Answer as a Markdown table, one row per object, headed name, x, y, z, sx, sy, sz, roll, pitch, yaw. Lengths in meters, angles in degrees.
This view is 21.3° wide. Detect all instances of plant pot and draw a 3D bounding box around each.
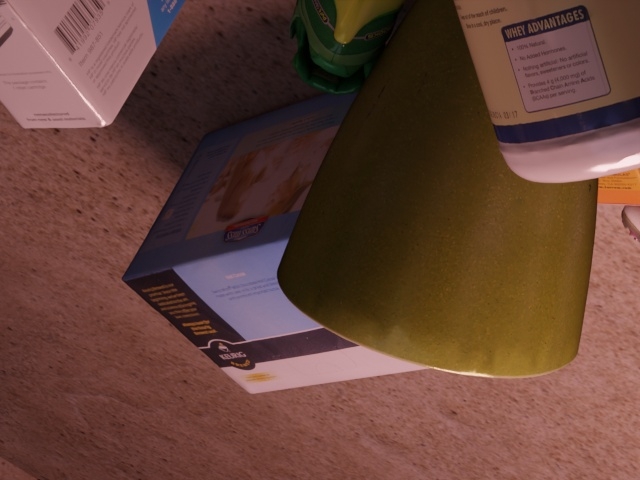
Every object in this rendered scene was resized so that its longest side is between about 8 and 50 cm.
| name | x | y | z | sx | sy | sz | roll | pitch | yaw |
| --- | --- | --- | --- | --- | --- | --- | --- | --- | --- |
| plant pot | 0.127 | -0.074 | 1.450 | 0.274 | 0.275 | 0.294 | 19 | 110 | 14 |

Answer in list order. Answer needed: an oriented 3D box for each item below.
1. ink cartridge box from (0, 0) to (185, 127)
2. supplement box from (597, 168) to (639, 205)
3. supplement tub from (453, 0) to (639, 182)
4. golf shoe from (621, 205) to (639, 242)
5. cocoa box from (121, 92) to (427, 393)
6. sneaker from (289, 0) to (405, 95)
| name | x | y | z | sx | sy | sz | roll | pitch | yaw |
| --- | --- | --- | --- | --- | --- | --- | --- | --- | --- |
| ink cartridge box | -0.277 | -0.289 | 1.618 | 0.129 | 0.223 | 0.307 | 2 | 142 | 37 |
| supplement box | 0.260 | -0.134 | 1.585 | 0.080 | 0.078 | 0.233 | 3 | 143 | 34 |
| supplement tub | 0.201 | -0.226 | 1.226 | 0.235 | 0.235 | 0.325 | -10 | 103 | 46 |
| golf shoe | 0.395 | -0.014 | 1.694 | 0.186 | 0.067 | 0.086 | 21 | 123 | 11 |
| cocoa box | 0.000 | 0.000 | 1.841 | 0.228 | 0.231 | 0.347 | 43 | 146 | -26 |
| sneaker | 0.013 | -0.199 | 1.544 | 0.109 | 0.123 | 0.295 | 25 | -174 | -1 |
